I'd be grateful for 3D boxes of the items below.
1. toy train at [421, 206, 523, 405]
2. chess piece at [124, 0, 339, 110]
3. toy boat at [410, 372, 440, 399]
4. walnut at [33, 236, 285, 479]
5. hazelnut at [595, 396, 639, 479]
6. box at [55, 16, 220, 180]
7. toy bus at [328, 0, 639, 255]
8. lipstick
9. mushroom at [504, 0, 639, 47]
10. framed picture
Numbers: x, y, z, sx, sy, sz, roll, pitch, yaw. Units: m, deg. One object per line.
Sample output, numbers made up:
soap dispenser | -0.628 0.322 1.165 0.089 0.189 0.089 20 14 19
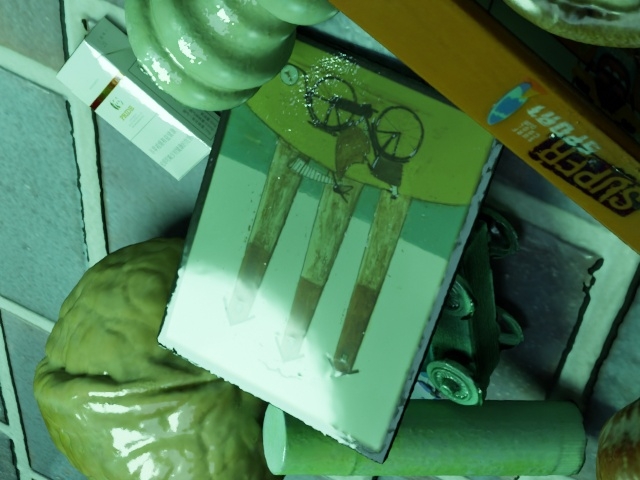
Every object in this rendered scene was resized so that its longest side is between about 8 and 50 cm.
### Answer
toy train | 0.097 0.044 1.315 0.159 0.101 0.248 26 149 29
chess piece | -0.030 -0.202 1.088 0.133 0.133 0.243 44 139 -16
toy boat | 0.084 0.157 1.539 0.149 0.034 0.105 -10 126 32
walnut | -0.143 0.139 1.474 0.252 0.277 0.313 25 165 -25
hazelnut | 0.316 0.198 1.298 0.143 0.143 0.154 39 140 -8
box | -0.166 -0.128 1.365 0.154 0.040 0.084 41 149 -10
toy bus | 0.163 -0.107 1.004 0.409 0.092 0.093 35 145 -24
lipstick | 0.103 0.182 1.363 0.304 0.076 0.076 3 152 -17
mushroom | 0.182 -0.224 0.828 0.253 0.153 0.253 23 144 18
framed picture | 0.000 0.000 1.241 0.244 0.013 0.324 26 112 20
